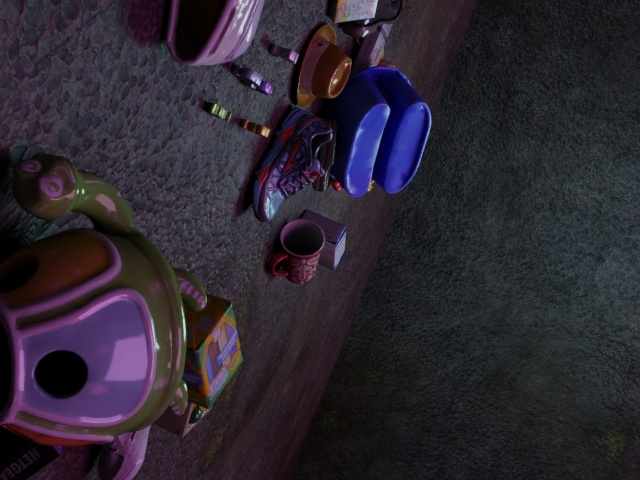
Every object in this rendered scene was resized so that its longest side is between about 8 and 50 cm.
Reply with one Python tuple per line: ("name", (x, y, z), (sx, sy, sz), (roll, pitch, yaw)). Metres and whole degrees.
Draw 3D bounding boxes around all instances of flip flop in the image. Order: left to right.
("flip flop", (-0.007, -0.207, 1.736), (0.277, 0.080, 0.112), (-80, 175, -54))

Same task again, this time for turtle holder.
("turtle holder", (-0.278, 0.088, 0.850), (0.227, 0.243, 0.320), (-8, 129, -55))

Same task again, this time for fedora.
("fedora", (0.014, -0.367, 1.594), (0.194, 0.079, 0.194), (22, 90, -77))

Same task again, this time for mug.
("mug", (-0.070, 0.037, 1.926), (0.169, 0.150, 0.113), (98, -17, -59))

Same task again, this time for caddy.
("caddy", (0.133, -0.276, 1.890), (0.241, 0.179, 0.341), (-7, 131, -26))

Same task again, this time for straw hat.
("straw hat", (0.179, -0.482, 2.092), (0.144, 0.061, 0.144), (-61, 166, -27))

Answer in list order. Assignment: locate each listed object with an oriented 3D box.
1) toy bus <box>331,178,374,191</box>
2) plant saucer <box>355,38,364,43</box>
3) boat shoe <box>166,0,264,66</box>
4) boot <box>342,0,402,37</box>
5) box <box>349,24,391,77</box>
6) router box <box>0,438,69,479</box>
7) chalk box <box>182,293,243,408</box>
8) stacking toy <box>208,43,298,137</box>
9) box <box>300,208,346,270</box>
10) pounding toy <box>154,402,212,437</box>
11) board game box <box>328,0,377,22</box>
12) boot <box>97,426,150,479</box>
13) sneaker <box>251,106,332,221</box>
("toy bus", (0.110, -0.235, 2.098), (0.211, 0.149, 0.220), (-48, 161, -11))
("plant saucer", (0.104, -0.530, 1.823), (0.083, 0.013, 0.083), (22, 90, -78))
("boat shoe", (-0.131, -0.386, 0.927), (0.156, 0.136, 0.367), (-43, 162, -54))
("boot", (0.138, -0.602, 1.675), (0.263, 0.091, 0.229), (-51, 160, -44))
("box", (0.132, -0.496, 1.899), (0.145, 0.038, 0.186), (-25, 139, -79))
("router box", (-0.370, 0.271, 1.004), (0.179, 0.046, 0.133), (-37, -177, 29))
("chalk box", (-0.236, 0.212, 1.367), (0.132, 0.132, 0.213), (-55, 151, -43))
("stacking toy", (-0.114, -0.278, 1.295), (0.167, 0.052, 0.221), (-69, 166, 4))
("box", (0.000, 0.000, 2.025), (0.072, 0.126, 0.137), (-58, 164, -30))
("pounding toy", (-0.253, 0.274, 1.547), (0.181, 0.094, 0.206), (-38, 149, -64))
("board game box", (0.079, -0.540, 1.552), (0.103, 0.026, 0.154), (-16, 140, -25))
("boot", (-0.358, 0.322, 1.271), (0.123, 0.095, 0.258), (6, 110, -57))
("sneaker", (-0.057, -0.152, 1.560), (0.262, 0.125, 0.104), (-67, 166, -5))
